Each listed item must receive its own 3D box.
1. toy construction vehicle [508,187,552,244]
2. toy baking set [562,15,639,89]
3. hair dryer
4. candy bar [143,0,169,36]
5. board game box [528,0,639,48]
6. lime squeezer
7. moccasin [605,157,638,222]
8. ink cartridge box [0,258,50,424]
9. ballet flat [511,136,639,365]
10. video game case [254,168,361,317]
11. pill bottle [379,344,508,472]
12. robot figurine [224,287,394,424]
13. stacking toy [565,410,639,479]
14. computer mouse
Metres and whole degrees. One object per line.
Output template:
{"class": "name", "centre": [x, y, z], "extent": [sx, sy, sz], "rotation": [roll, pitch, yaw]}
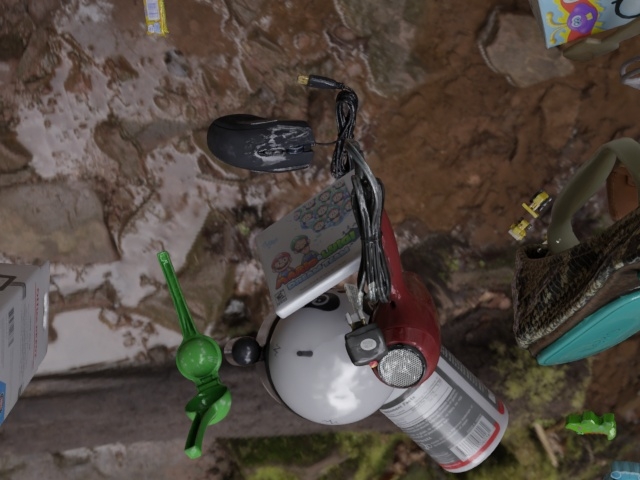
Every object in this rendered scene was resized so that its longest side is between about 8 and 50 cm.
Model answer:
{"class": "toy construction vehicle", "centre": [0.355, -0.022, 1.335], "extent": [0.035, 0.086, 0.098], "rotation": [-24, 159, -50]}
{"class": "toy baking set", "centre": [0.350, -0.166, 0.708], "extent": [0.256, 0.197, 0.030], "rotation": [6, 81, 10]}
{"class": "hair dryer", "centre": [0.081, 0.038, 0.833], "extent": [0.080, 0.224, 0.293], "rotation": [-2, 163, 11]}
{"class": "candy bar", "centre": [-0.263, -0.398, 1.267], "extent": [0.040, 0.018, 0.161], "rotation": [-2, 109, 6]}
{"class": "board game box", "centre": [0.319, -0.309, 0.744], "extent": [0.275, 0.142, 0.144], "rotation": [-15, 133, 14]}
{"class": "lime squeezer", "centre": [-0.155, 0.149, 0.962], "extent": [0.059, 0.310, 0.110], "rotation": [-35, 131, 14]}
{"class": "moccasin", "centre": [0.603, -0.095, 1.164], "extent": [0.139, 0.380, 0.147], "rotation": [-25, 112, -42]}
{"class": "ink cartridge box", "centre": [-0.284, 0.082, 0.698], "extent": [0.060, 0.180, 0.104], "rotation": [5, 103, -6]}
{"class": "ballet flat", "centre": [0.297, -0.016, 0.710], "extent": [0.164, 0.483, 0.182], "rotation": [-6, 75, -18]}
{"class": "video game case", "centre": [0.000, 0.000, 0.956], "extent": [0.157, 0.143, 0.019], "rotation": [-34, 130, 11]}
{"class": "pill bottle", "centre": [0.181, 0.262, 1.441], "extent": [0.283, 0.161, 0.161], "rotation": [44, 96, -11]}
{"class": "robot figurine", "centre": [0.004, 0.146, 1.067], "extent": [0.209, 0.278, 0.173], "rotation": [-38, 92, -12]}
{"class": "stacking toy", "centre": [0.375, 0.268, 0.883], "extent": [0.221, 0.167, 0.052], "rotation": [4, 119, 19]}
{"class": "computer mouse", "centre": [-0.061, -0.190, 1.366], "extent": [0.262, 0.060, 0.184], "rotation": [8, 119, -2]}
